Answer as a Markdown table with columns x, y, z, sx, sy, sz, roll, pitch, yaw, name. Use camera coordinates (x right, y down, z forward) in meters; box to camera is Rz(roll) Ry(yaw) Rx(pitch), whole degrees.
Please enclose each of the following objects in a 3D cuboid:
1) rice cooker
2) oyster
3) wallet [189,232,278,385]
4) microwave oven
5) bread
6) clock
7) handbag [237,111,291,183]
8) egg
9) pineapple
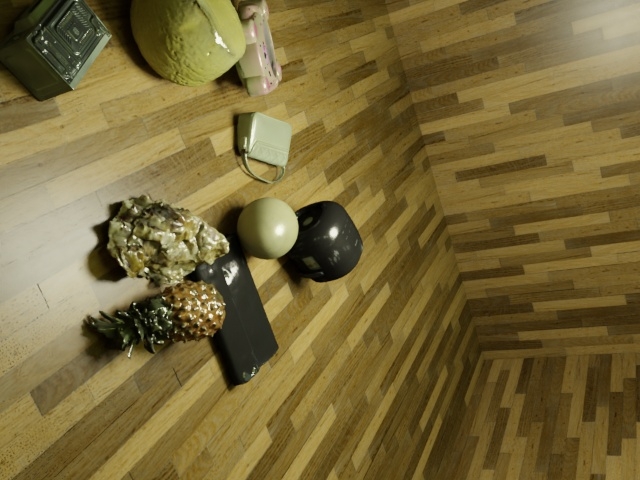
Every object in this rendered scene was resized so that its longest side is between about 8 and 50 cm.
| x | y | z | sx | sy | sz | roll | pitch | yaw | name |
| --- | --- | --- | --- | --- | --- | --- | --- | --- | --- |
| 0.000 | 0.000 | 2.199 | 0.224 | 0.267 | 0.267 | 51 | 41 | -31 | rice cooker |
| -0.389 | -0.003 | 1.637 | 0.352 | 0.115 | 0.237 | 13 | 70 | -42 | oyster |
| -0.252 | 0.199 | 1.880 | 0.228 | 0.062 | 0.405 | -43 | 119 | -55 | wallet |
| -0.588 | -0.439 | 1.413 | 0.162 | 0.123 | 0.208 | 54 | 39 | -40 | microwave oven |
| -0.364 | -0.588 | 1.746 | 0.320 | 0.238 | 0.320 | -15 | 90 | -69 | bread |
| -0.207 | -0.611 | 2.038 | 0.309 | 0.114 | 0.283 | -89 | 170 | -60 | clock |
| -0.189 | -0.306 | 2.132 | 0.256 | 0.079 | 0.219 | 7 | 87 | -59 | handbag |
| -0.163 | -0.035 | 1.951 | 0.253 | 0.189 | 0.188 | -85 | 159 | -76 | egg |
| -0.394 | 0.189 | 1.557 | 0.341 | 0.169 | 0.169 | -5 | 86 | -54 | pineapple |
